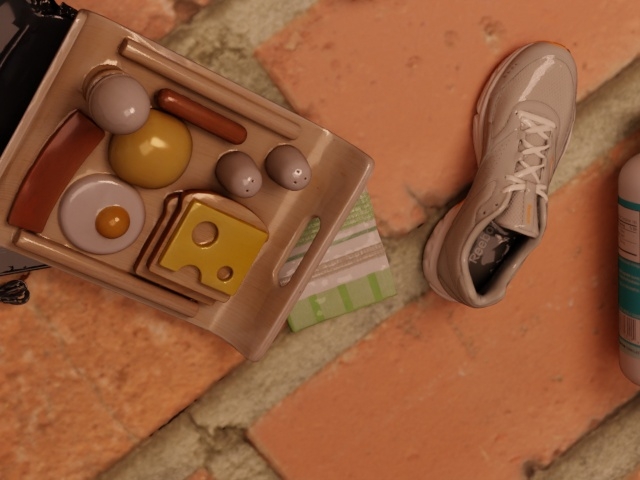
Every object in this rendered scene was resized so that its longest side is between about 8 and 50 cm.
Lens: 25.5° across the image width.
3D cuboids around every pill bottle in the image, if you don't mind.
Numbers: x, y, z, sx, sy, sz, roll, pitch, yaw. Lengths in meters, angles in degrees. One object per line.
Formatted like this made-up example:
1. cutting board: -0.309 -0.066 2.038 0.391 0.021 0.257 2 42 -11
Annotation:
1. pill bottle: 0.355 0.004 1.336 0.146 0.146 0.264 -5 103 -10

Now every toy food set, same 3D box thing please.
1. toy food set: -0.128 -0.037 1.216 0.306 0.092 0.219 25 100 -28

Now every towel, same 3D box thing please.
1. towel: 0.000 0.000 1.333 0.113 0.023 0.152 -19 107 -5

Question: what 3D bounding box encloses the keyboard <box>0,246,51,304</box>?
1. keyboard: -0.301 0.009 1.273 0.180 0.023 0.108 -10 97 -8

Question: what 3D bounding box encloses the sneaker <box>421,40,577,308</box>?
1. sneaker: 0.184 -0.054 1.303 0.099 0.121 0.262 17 98 -15

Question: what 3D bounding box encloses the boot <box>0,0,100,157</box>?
1. boot: -0.328 -0.162 1.193 0.246 0.094 0.207 33 93 -16
